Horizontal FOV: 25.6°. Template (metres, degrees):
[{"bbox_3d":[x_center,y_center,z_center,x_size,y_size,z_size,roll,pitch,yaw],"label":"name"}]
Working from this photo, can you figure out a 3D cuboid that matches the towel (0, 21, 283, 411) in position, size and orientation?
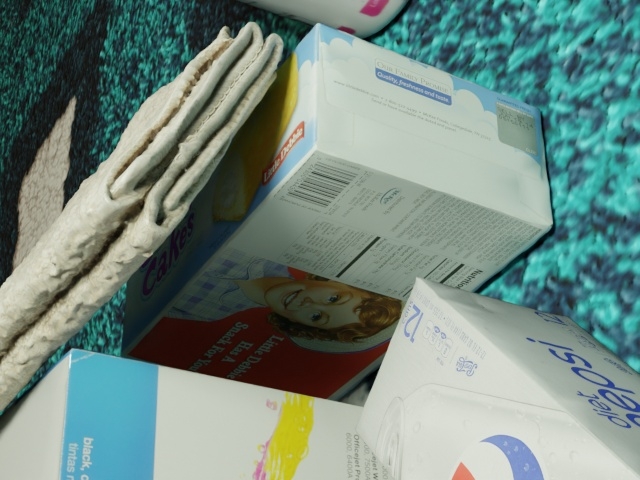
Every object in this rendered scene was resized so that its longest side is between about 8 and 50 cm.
[{"bbox_3d":[-0.132,0.002,0.783,0.282,0.049,0.187,-43,12,39],"label":"towel"}]

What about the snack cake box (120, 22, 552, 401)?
[{"bbox_3d":[0.000,0.000,0.851,0.264,0.152,0.089,-44,37,47],"label":"snack cake box"}]

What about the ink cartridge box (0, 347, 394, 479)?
[{"bbox_3d":[-0.066,0.183,0.785,0.171,0.233,0.168,-40,43,51],"label":"ink cartridge box"}]

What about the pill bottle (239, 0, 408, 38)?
[{"bbox_3d":[-0.068,-0.257,0.986,0.160,0.283,0.160,-42,41,49],"label":"pill bottle"}]

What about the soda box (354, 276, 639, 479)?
[{"bbox_3d":[0.118,0.114,0.603,0.091,0.098,0.286,-69,26,12],"label":"soda box"}]
